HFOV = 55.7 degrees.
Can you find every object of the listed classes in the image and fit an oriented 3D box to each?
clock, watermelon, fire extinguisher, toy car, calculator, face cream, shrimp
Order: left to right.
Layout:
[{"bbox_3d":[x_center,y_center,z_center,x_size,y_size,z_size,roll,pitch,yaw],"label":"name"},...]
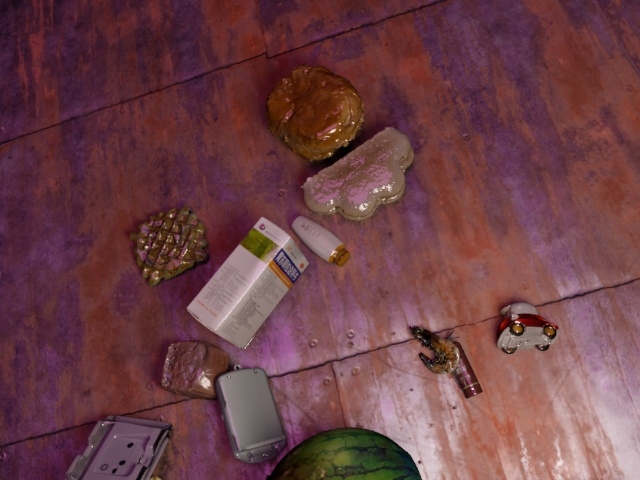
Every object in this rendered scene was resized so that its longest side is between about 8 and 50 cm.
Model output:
[{"bbox_3d":[-0.487,0.531,1.466,0.186,0.083,0.253,3,36,13],"label":"clock"},{"bbox_3d":[-0.172,0.418,1.483,0.141,0.045,0.246,-5,63,-34],"label":"calculator"},{"bbox_3d":[0.000,0.000,1.643,0.182,0.051,0.072,38,79,23],"label":"face cream"},{"bbox_3d":[0.052,0.562,1.260,0.363,0.363,0.363,-4,68,10],"label":"watermelon"},{"bbox_3d":[0.266,0.265,1.475,0.161,0.034,0.091,33,105,41],"label":"shrimp"},{"bbox_3d":[0.337,0.299,1.459,0.064,0.043,0.158,-44,57,40],"label":"fire extinguisher"},{"bbox_3d":[0.486,0.199,1.442,0.139,0.112,0.112,0,52,2],"label":"toy car"}]

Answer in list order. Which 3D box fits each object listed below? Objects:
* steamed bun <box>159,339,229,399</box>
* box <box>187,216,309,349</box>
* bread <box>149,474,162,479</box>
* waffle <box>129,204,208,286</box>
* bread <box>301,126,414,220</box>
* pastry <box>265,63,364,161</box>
[{"bbox_3d":[-0.323,0.328,1.553,0.175,0.106,0.145,2,69,15],"label":"steamed bun"},{"bbox_3d":[-0.177,0.114,1.555,0.106,0.200,0.299,33,79,23],"label":"box"},{"bbox_3d":[-0.445,0.724,1.440,0.183,0.224,0.211,-12,108,1],"label":"bread"},{"bbox_3d":[-0.434,0.003,1.733,0.223,0.054,0.204,-25,66,2],"label":"waffle"},{"bbox_3d":[0.119,-0.162,1.655,0.337,0.102,0.183,-34,66,-1],"label":"bread"},{"bbox_3d":[-0.011,-0.356,1.727,0.255,0.162,0.311,-47,57,3],"label":"pastry"}]
